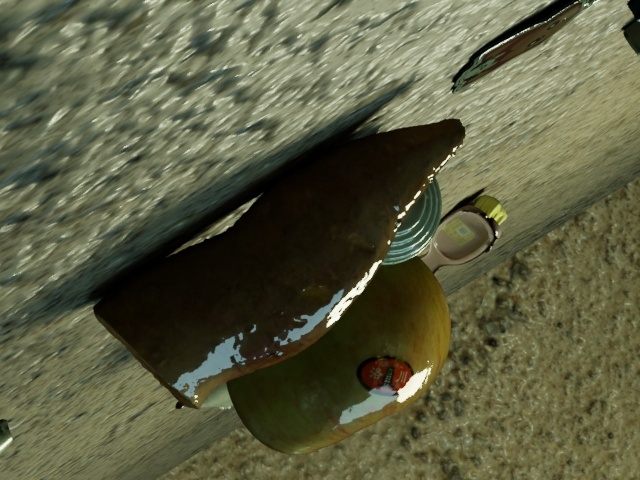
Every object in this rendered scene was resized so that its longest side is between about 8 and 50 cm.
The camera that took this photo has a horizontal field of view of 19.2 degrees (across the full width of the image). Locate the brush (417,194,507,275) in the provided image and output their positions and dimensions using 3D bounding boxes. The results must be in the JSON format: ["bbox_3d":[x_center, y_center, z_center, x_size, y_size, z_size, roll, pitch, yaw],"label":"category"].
[{"bbox_3d":[0.182,0.006,2.637,0.067,0.072,0.313,-45,180,-27],"label":"brush"}]

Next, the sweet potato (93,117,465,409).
[{"bbox_3d":[-0.014,0.013,1.542,0.337,0.131,0.131,-33,173,2],"label":"sweet potato"}]

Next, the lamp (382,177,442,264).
[{"bbox_3d":[0.043,-0.027,1.683,0.106,0.106,0.193,-32,-178,-12],"label":"lamp"}]

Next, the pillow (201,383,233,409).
[{"bbox_3d":[-0.074,0.149,2.405,0.181,0.078,0.134,-38,171,27],"label":"pillow"}]

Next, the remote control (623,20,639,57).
[{"bbox_3d":[0.441,-0.279,1.935,0.285,0.038,0.123,-35,172,17],"label":"remote control"}]

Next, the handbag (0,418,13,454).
[{"bbox_3d":[-0.383,0.249,1.640,0.241,0.109,0.315,-36,176,28],"label":"handbag"}]

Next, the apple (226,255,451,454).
[{"bbox_3d":[0.012,0.111,2.036,0.261,0.194,0.261,-28,179,0],"label":"apple"}]

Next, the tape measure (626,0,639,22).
[{"bbox_3d":[0.331,-0.235,1.689,0.091,0.054,0.094,-31,179,-32],"label":"tape measure"}]

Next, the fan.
[{"bbox_3d":[0.206,-0.190,1.627,0.220,0.009,0.132,-30,175,-12],"label":"fan"}]
